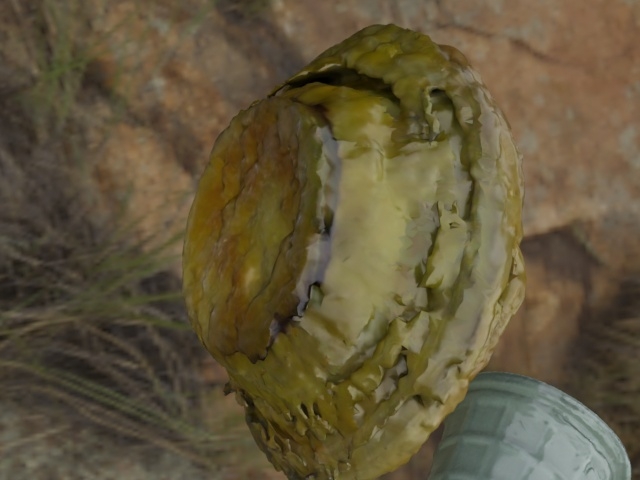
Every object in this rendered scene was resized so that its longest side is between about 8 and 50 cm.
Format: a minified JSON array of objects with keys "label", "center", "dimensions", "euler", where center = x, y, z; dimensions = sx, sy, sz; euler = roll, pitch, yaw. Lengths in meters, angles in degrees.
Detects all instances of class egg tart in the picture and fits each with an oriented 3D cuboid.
[{"label":"egg tart","center":[0.000,0.000,0.994],"dimensions":[0.123,0.294,0.294],"euler":[18,68,-33]}]

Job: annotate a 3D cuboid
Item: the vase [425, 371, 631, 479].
[{"label":"vase","center":[0.086,0.243,1.076],"dimensions":[0.143,0.143,0.299],"euler":[54,51,-26]}]
